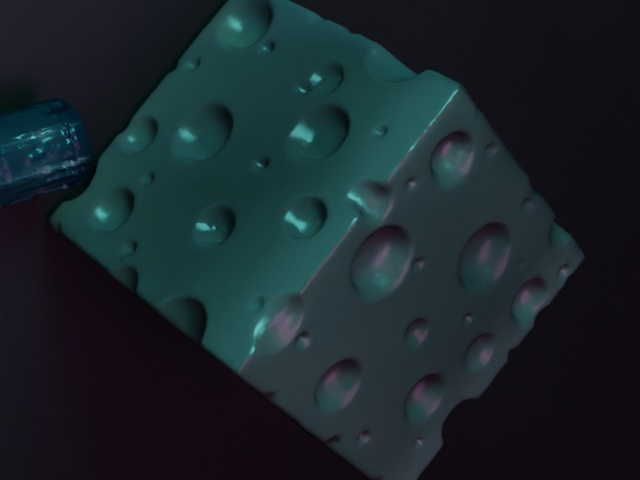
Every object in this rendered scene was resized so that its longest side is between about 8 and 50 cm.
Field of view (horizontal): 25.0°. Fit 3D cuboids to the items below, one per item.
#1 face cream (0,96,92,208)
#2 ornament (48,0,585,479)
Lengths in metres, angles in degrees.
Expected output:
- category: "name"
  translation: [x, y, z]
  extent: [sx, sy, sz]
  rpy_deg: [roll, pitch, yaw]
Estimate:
- category: "face cream"
  translation: [-0.300, -0.019, 0.887]
  extent: [0.336, 0.080, 0.163]
  rpy_deg: [-21, 130, -33]
- category: "ornament"
  translation: [0.000, 0.000, 1.060]
  extent: [0.240, 0.240, 0.239]
  rpy_deg: [-52, 138, -5]
